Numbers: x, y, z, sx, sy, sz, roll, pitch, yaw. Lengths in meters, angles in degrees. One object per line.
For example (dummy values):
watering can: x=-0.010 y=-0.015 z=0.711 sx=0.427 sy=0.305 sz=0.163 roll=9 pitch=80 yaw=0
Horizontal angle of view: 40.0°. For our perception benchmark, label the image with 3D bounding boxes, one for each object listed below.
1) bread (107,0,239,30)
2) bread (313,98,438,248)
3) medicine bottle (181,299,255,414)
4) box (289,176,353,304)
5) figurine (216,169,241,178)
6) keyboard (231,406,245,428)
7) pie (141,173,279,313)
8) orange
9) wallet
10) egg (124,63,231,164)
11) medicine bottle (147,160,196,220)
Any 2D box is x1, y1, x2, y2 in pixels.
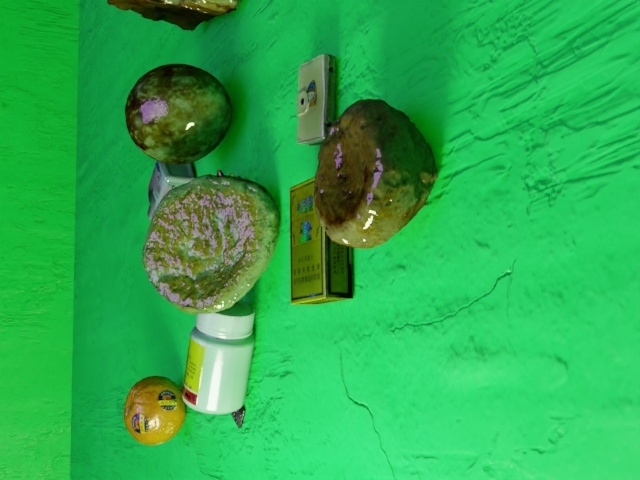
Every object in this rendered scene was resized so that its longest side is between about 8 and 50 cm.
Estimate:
bread: x=-0.369 y=-0.651 z=2.135 sx=0.370 sy=0.314 sz=0.192 roll=-166 pitch=89 yaw=-68
bread: x=0.083 y=-0.099 z=1.339 sx=0.230 sy=0.123 sz=0.230 roll=-29 pitch=57 yaw=56
medicine bottle: x=-0.215 y=0.244 z=1.874 sx=0.139 sy=0.139 sz=0.225 roll=36 pitch=119 yaw=60
box: x=-0.001 y=0.000 z=1.559 sx=0.141 sy=0.064 sz=0.220 roll=-19 pitch=72 yaw=62
figurine: x=-0.202 y=-0.028 z=1.930 sx=0.185 sy=0.127 sz=0.234 roll=20 pitch=73 yaw=28
keyboard: x=-0.200 y=0.359 z=1.975 sx=0.155 sy=0.010 sz=0.053 roll=46 pitch=126 yaw=57
pie: x=-0.233 y=0.007 z=1.831 sx=0.323 sy=0.070 sz=0.323 roll=-7 pitch=73 yaw=22
orange: x=-0.424 y=0.436 z=2.258 sx=0.177 sy=0.155 sz=0.178 roll=-11 pitch=77 yaw=54
wallet: x=-0.005 y=-0.257 z=1.629 sx=0.110 sy=0.039 sz=0.155 roll=-3 pitch=84 yaw=60
egg: x=-0.330 y=-0.299 z=2.069 sx=0.289 sy=0.238 sz=0.238 roll=-4 pitch=83 yaw=55
medicine bottle: x=-0.405 y=-0.132 z=2.357 sx=0.188 sy=0.094 sz=0.119 roll=-63 pitch=36 yaw=38
